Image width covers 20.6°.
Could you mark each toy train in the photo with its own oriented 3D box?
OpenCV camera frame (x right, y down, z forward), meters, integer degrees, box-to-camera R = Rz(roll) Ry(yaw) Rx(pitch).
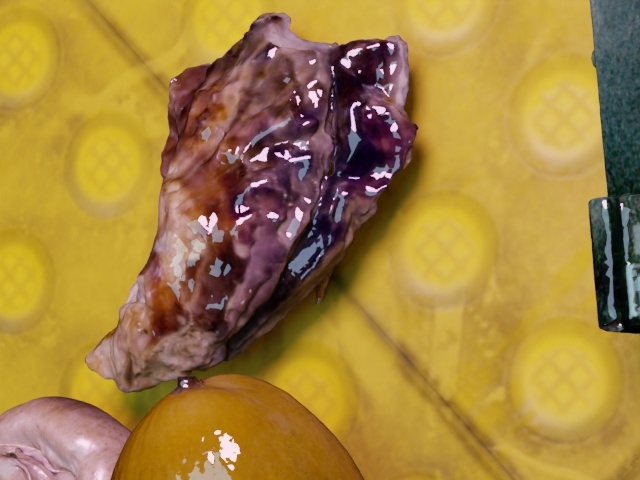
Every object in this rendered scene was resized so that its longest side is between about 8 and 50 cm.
[{"bbox_3d":[0.251,-0.076,1.092,0.178,0.138,0.330,-9,81,32],"label":"toy train"}]

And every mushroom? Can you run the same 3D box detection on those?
[{"bbox_3d":[-0.201,0.200,1.313,0.166,0.127,0.166,-3,85,32],"label":"mushroom"}]

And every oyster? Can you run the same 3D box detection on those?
[{"bbox_3d":[-0.062,-0.036,1.266,0.275,0.100,0.271,-17,59,39],"label":"oyster"}]

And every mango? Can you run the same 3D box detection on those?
[{"bbox_3d":[-0.051,0.254,1.213,0.195,0.142,0.332,-7,91,16],"label":"mango"}]

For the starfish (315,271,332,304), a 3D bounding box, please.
[{"bbox_3d":[0.000,0.000,1.286,0.092,0.016,0.086,-27,76,21],"label":"starfish"}]
